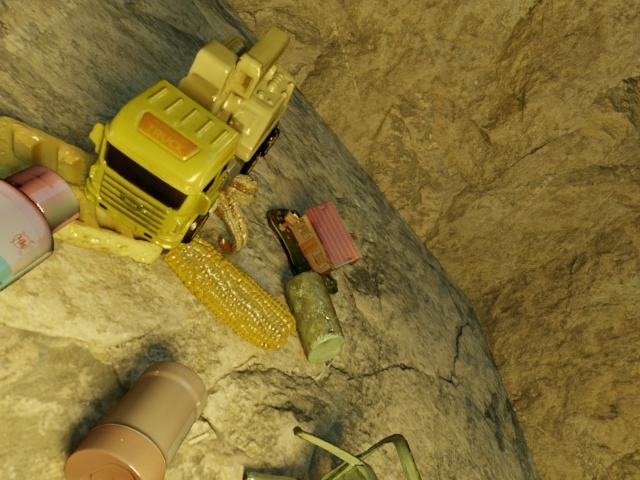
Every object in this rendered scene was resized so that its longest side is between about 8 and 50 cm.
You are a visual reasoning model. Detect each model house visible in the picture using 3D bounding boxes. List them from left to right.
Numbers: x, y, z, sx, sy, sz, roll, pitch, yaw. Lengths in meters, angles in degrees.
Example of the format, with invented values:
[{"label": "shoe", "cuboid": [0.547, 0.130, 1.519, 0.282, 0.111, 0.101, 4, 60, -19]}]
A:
[{"label": "model house", "cuboid": [0.001, 0.001, 1.217, 0.293, 0.154, 0.207, 62, 21, 11]}]

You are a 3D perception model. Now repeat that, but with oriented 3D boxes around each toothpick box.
[{"label": "toothpick box", "cuboid": [-0.212, 0.230, 0.514, 0.098, 0.098, 0.149, 52, 22, -11]}]

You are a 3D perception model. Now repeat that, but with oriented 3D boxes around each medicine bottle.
[{"label": "medicine bottle", "cuboid": [-0.365, -0.006, 0.458, 0.119, 0.095, 0.188, 54, 40, -18]}]

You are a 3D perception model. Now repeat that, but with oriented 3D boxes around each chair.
[{"label": "chair", "cuboid": [0.035, 0.400, 0.673, 0.275, 0.203, 0.190, 32, 20, -37]}]

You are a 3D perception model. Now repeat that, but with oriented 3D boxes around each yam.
[{"label": "yam", "cuboid": [-0.013, 0.181, 1.000, 0.107, 0.107, 0.194, 24, 39, -54]}]

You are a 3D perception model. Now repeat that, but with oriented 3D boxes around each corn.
[{"label": "corn", "cuboid": [-0.159, 0.108, 0.798, 0.310, 0.101, 0.101, 44, 25, -22]}]

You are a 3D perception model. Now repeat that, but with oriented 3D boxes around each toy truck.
[{"label": "toy truck", "cuboid": [-0.179, -0.191, 0.698, 0.181, 0.254, 0.405, 34, 47, -6]}]

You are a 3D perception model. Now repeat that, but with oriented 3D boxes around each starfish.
[{"label": "starfish", "cuboid": [-0.231, -0.131, 0.903, 0.303, 0.113, 0.311, 53, 22, -34]}]

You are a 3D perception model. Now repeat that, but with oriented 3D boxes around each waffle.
[{"label": "waffle", "cuboid": [-0.370, -0.070, 0.657, 0.274, 0.057, 0.167, 26, 36, -51]}]
